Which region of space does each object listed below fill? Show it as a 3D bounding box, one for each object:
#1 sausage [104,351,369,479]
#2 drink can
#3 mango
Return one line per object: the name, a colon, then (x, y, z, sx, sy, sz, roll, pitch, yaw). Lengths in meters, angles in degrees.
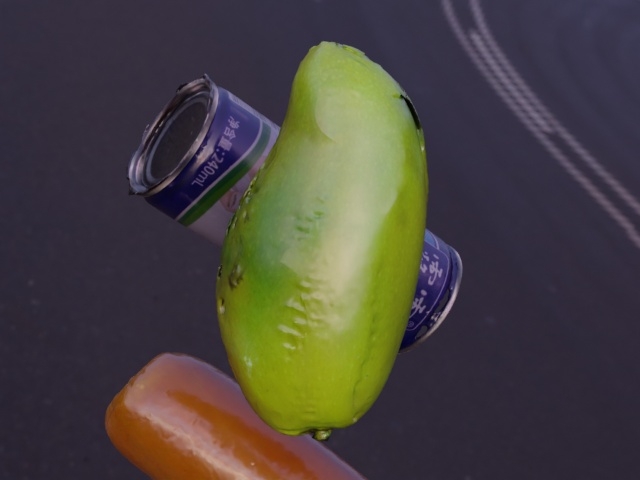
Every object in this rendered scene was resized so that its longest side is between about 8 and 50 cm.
sausage: (-0.046, 0.191, 1.102, 0.274, 0.105, 0.105, 35, 17, 8)
drink can: (-0.015, -0.014, 0.970, 0.235, 0.097, 0.097, 34, 7, -28)
mango: (0.000, 0.000, 0.821, 0.125, 0.233, 0.111, 6, 6, 27)
